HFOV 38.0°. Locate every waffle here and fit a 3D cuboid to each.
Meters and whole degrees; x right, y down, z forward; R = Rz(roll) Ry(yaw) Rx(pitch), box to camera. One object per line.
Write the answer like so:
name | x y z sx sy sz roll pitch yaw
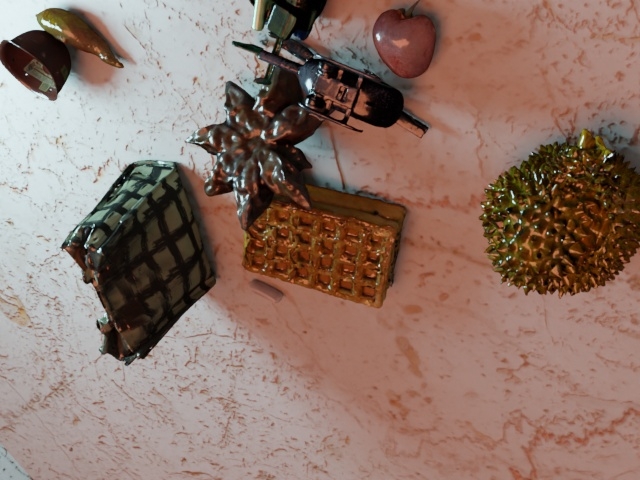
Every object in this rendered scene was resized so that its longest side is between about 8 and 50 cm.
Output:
waffle | 0.000 0.001 1.831 0.308 0.091 0.213 15 130 10

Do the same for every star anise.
star anise | -0.100 -0.171 1.721 0.315 0.315 0.108 11 171 27

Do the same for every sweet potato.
sweet potato | -0.496 -0.423 1.903 0.226 0.068 0.068 31 134 5

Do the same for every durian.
durian | 0.395 -0.031 1.486 0.293 0.258 0.258 -37 98 34

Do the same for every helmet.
helmet | -0.586 -0.388 1.948 0.155 0.106 0.175 29 159 13

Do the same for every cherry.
cherry | 0.142 -0.326 1.531 0.106 0.087 0.126 -6 115 41

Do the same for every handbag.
handbag | -0.383 0.041 1.990 0.162 0.327 0.325 3 125 27

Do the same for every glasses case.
glasses case | -0.124 0.114 2.074 0.083 0.032 0.021 25 135 15

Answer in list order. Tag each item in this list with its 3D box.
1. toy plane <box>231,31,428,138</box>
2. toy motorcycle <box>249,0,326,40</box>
toy plane | 0.006 -0.278 1.618 0.381 0.155 0.106 23 108 14
toy motorcycle | -0.014 -0.479 1.505 0.196 0.125 0.331 33 130 10
